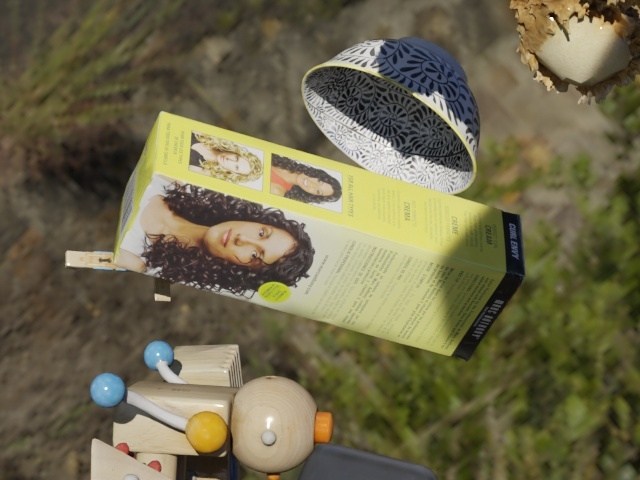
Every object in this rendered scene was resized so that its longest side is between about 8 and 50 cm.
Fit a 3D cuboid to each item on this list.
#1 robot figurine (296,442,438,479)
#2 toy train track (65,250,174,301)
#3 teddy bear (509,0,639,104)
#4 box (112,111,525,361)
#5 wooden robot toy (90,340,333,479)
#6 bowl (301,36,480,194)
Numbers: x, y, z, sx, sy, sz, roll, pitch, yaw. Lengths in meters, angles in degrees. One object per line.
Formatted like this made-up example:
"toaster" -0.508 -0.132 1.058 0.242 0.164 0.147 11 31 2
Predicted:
"robot figurine" -0.003 0.279 1.215 0.209 0.174 0.278 32 65 -21
"toy train track" -0.116 0.015 1.117 0.083 0.014 0.048 4 71 -20
"teddy bear" 0.119 -0.248 1.196 0.338 0.245 0.113 37 52 27
"box" 0.000 0.000 1.084 0.232 0.087 0.058 14 44 -14
"wooden robot toy" -0.033 0.078 0.675 0.173 0.079 0.076 -32 119 -82
"bowl" 0.075 -0.122 1.560 0.170 0.170 0.080 40 66 -16
